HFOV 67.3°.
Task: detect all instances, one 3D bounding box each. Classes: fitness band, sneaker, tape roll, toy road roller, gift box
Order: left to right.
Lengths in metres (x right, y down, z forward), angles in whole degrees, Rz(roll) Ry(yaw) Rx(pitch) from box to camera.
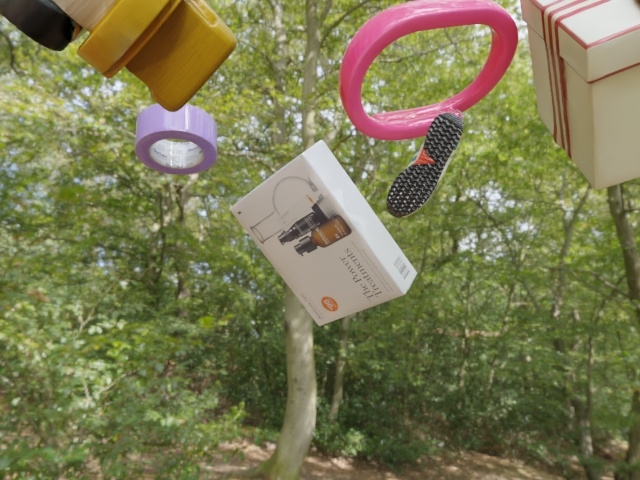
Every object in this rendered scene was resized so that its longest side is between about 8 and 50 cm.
[{"bbox_3d":[-0.252,-0.321,0.656,0.202,0.329,0.240,-42,-57,11],"label":"toy road roller"},{"bbox_3d":[-0.344,-0.239,1.152,0.189,0.080,0.189,-5,-24,-2],"label":"tape roll"},{"bbox_3d":[0.154,-0.101,0.690,0.057,0.161,0.075,33,11,17],"label":"sneaker"},{"bbox_3d":[0.164,-0.254,0.728,0.291,0.054,0.209,-15,-37,-16],"label":"fitness band"},{"bbox_3d":[0.440,-0.269,0.639,0.276,0.255,0.258,-23,-50,11],"label":"gift box"}]

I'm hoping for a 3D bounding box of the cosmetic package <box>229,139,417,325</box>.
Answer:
[{"bbox_3d":[0.000,0.000,1.128,0.284,0.097,0.377,-29,-78,43],"label":"cosmetic package"}]
